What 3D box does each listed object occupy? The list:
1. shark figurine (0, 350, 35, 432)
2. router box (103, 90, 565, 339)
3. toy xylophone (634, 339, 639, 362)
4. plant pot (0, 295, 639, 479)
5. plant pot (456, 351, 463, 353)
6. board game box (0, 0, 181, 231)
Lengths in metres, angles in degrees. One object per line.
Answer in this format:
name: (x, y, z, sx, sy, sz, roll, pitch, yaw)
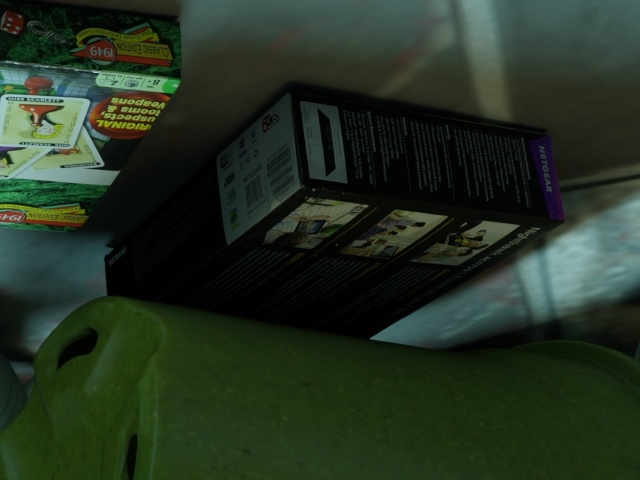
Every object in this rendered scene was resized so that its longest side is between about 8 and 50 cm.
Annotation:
shark figurine: (-0.206, 0.119, 0.838, 0.166, 0.116, 0.278, 37, 134, -12)
router box: (0.000, 0.000, 0.662, 0.133, 0.046, 0.179, 7, 155, -32)
toy xylophone: (0.325, 0.057, 0.853, 0.323, 0.081, 0.236, -6, 159, 0)
plant pot: (-0.008, 0.142, 0.652, 0.254, 0.276, 0.276, 21, 147, -28)
plant pot: (0.151, 0.249, 0.981, 0.367, 0.366, 0.353, -17, 145, 24)
board game box: (-0.192, -0.047, 0.514, 0.260, 0.030, 0.136, 3, 158, -24)
